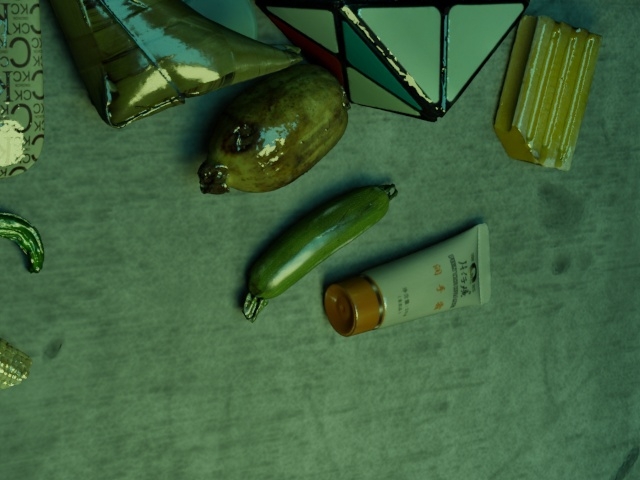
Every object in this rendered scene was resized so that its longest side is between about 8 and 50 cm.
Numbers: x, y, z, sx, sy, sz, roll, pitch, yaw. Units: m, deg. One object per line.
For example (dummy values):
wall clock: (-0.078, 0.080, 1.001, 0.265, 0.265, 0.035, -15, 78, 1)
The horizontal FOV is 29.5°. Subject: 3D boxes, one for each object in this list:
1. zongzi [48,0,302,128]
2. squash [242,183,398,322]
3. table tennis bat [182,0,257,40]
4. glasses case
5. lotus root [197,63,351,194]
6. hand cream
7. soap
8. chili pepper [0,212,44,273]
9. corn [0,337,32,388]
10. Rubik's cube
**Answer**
zongzi: (-0.193, -0.304, 1.576, 0.289, 0.123, 0.260, -21, 112, -5)
squash: (-0.002, -0.002, 1.816, 0.318, 0.071, 0.080, -39, 118, -17)
table tennis bat: (-0.180, -0.318, 1.663, 0.153, 0.040, 0.244, -44, 121, -11)
glasses case: (-0.419, -0.251, 1.507, 0.137, 0.085, 0.355, -8, 104, -30)
lotus root: (-0.068, -0.148, 1.713, 0.260, 0.128, 0.145, -36, 126, -18)
hand cream: (0.153, 0.076, 1.925, 0.314, 0.089, 0.140, -20, 113, -34)
soap: (0.367, -0.238, 1.980, 0.140, 0.073, 0.232, 10, 96, -30)
chili pepper: (-0.404, -0.006, 1.604, 0.055, 0.035, 0.118, -47, 130, 1)
corn: (-0.474, 0.133, 1.565, 0.211, 0.087, 0.087, 43, 78, -35)
Rubik's cube: (0.102, -0.344, 1.699, 0.250, 0.248, 0.246, 44, 77, -31)
